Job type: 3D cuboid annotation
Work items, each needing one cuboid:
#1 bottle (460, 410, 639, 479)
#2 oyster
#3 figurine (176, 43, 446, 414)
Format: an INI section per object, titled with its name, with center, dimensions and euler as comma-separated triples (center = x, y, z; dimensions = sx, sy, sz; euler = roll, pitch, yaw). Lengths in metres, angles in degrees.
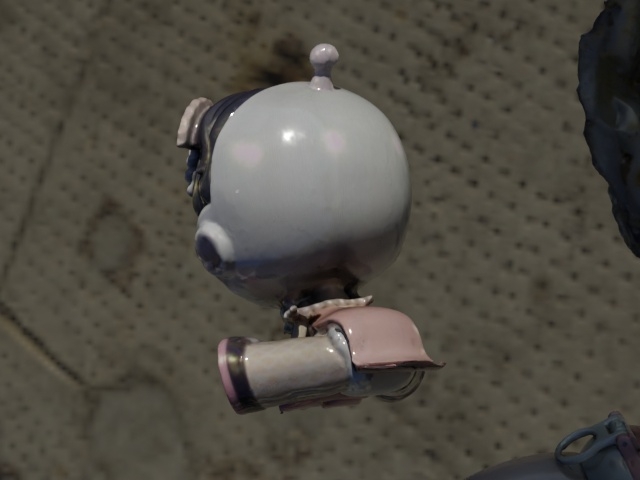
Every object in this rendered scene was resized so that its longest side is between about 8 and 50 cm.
[bottle]
center = 0.237, 0.252, 1.760
dimensions = 0.236, 0.147, 0.148
euler = -27, 64, 9
[oyster]
center = 0.290, -0.126, 1.491
dimensions = 0.166, 0.110, 0.341
euler = 7, 117, 44
[figurine]
center = 0.006, 0.001, 1.976
dimensions = 0.211, 0.253, 0.361
euler = -30, 66, 35
